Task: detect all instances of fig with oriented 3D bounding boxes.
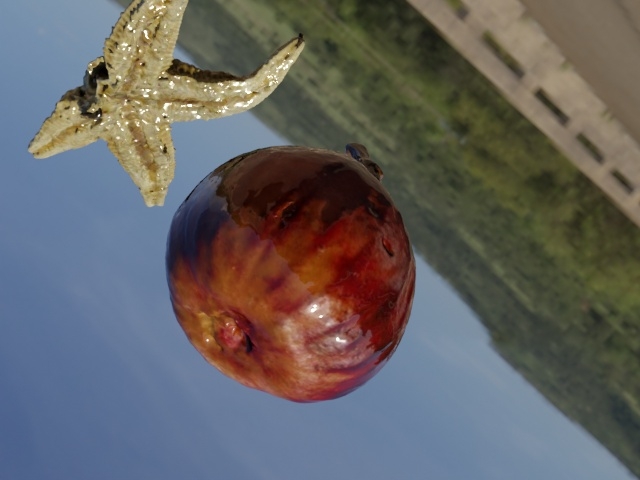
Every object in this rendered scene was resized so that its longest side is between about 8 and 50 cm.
[{"bbox_3d":[-0.006,0.015,0.617,0.128,0.128,0.150,44,-157,21],"label":"fig"}]

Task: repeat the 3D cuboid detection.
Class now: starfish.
[{"bbox_3d":[-0.108,-0.104,0.909,0.138,0.247,0.050,17,-130,-36],"label":"starfish"}]
